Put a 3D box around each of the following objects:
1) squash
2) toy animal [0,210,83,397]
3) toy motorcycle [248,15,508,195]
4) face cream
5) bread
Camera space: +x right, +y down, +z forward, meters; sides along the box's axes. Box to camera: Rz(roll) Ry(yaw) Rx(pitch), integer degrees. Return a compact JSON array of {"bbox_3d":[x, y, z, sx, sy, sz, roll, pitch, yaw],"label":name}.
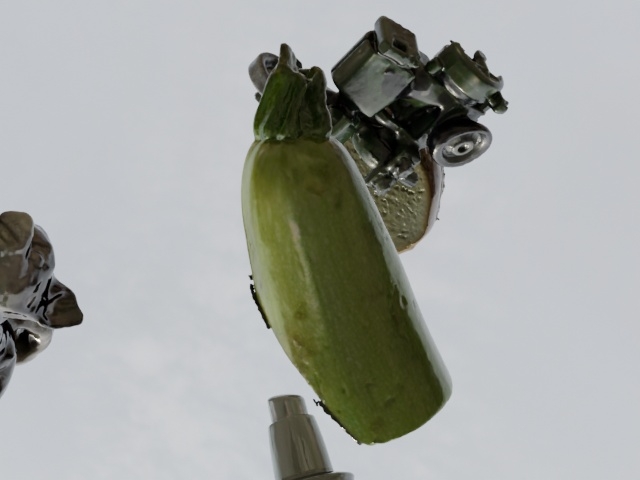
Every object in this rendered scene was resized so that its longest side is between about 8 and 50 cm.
[{"bbox_3d":[-0.002,0.001,0.477,0.075,0.200,0.090,-8,-162,47],"label":"squash"},{"bbox_3d":[-0.432,0.085,1.195,0.194,0.344,0.303,45,-146,15],"label":"toy animal"},{"bbox_3d":[0.069,-0.155,1.036,0.205,0.275,0.127,-41,-135,30],"label":"toy motorcycle"},{"bbox_3d":[-0.005,0.261,0.861,0.101,0.101,0.251,-14,-112,-4],"label":"face cream"},{"bbox_3d":[0.050,-0.081,1.216,0.236,0.236,0.070,22,-158,17],"label":"bread"}]
